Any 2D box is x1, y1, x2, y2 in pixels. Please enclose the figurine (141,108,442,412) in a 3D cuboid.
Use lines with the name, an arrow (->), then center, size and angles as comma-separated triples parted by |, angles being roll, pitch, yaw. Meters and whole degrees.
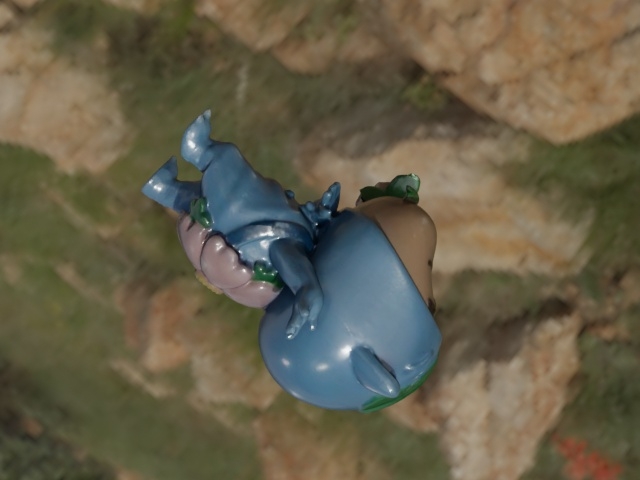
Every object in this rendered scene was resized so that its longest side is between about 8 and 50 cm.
figurine -> 0.001, -0.001, 0.958 | 0.178, 0.144, 0.114 | 41, 155, 0
